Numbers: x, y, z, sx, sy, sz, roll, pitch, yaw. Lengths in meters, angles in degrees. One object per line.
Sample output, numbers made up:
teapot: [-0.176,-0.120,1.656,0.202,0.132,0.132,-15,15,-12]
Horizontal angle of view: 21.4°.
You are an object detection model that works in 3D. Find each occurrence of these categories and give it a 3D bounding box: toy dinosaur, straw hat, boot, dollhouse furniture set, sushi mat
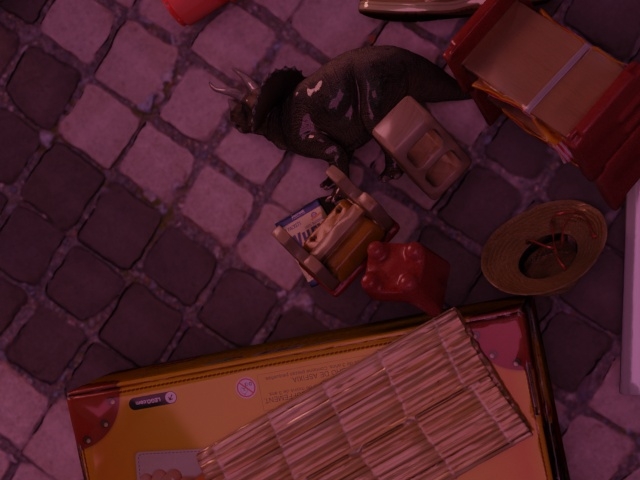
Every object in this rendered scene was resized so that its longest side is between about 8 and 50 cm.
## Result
toy dinosaur: [0.042,-0.142,1.831,0.313,0.121,0.160,-17,104,14]
straw hat: [0.250,0.027,1.830,0.144,0.144,0.061,-18,131,10]
boot: [0.139,-0.324,1.824,0.213,0.077,0.165,-7,93,5]
dollhouse furniture set: [0.162,-0.059,1.731,0.374,0.152,0.201,-48,54,0]
sushi mat: [0.040,0.207,1.706,0.316,0.019,0.151,-30,87,9]

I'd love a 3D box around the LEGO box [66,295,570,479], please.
LEGO box: [0.018,0.289,1.822,0.500,0.193,0.373,-11,92,10]

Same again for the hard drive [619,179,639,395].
hard drive: [0.428,0.016,1.815,0.203,0.040,0.308,2,93,9]

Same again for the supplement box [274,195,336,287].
supplement box: [0.000,0.000,1.863,0.056,0.083,0.083,-31,88,10]

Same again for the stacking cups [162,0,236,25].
stacking cups: [-0.034,-0.337,1.844,0.316,0.096,0.096,-35,88,11]
